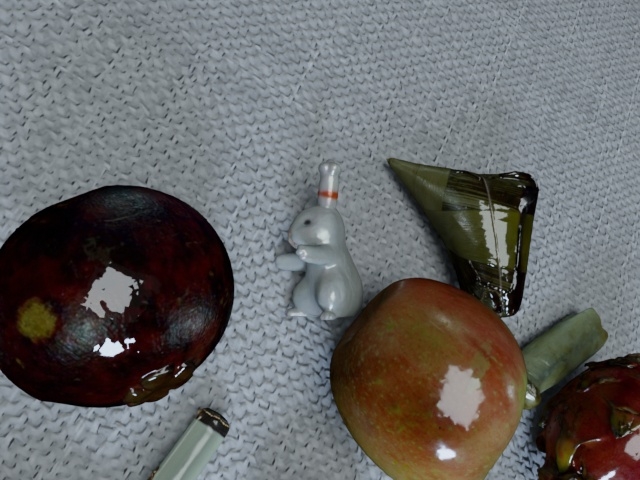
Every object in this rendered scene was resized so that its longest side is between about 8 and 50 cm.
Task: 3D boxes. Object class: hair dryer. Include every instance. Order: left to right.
[{"bbox_3d":[-0.251,0.394,0.666,0.203,0.128,0.362,41,62,-9],"label":"hair dryer"}]

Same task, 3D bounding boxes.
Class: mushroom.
[{"bbox_3d":[0.500,0.248,0.976,0.312,0.081,0.100,-25,92,-26],"label":"mushroom"}]

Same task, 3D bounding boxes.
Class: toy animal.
[{"bbox_3d":[-0.010,0.010,0.805,0.138,0.140,0.282,-14,88,-30],"label":"toy animal"}]

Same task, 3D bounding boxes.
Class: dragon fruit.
[{"bbox_3d":[0.565,0.376,0.883,0.315,0.250,0.250,-39,95,-30],"label":"dragon fruit"}]

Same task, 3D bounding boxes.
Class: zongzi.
[{"bbox_3d":[0.262,-0.005,0.920,0.317,0.154,0.289,12,79,3],"label":"zongzi"}]

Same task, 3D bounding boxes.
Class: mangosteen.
[{"bbox_3d":[-0.287,0.048,0.619,0.306,0.306,0.359,-28,70,-22],"label":"mangosteen"}]

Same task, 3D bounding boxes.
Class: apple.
[{"bbox_3d":[0.162,0.218,0.738,0.277,0.319,0.319,32,70,8],"label":"apple"}]
